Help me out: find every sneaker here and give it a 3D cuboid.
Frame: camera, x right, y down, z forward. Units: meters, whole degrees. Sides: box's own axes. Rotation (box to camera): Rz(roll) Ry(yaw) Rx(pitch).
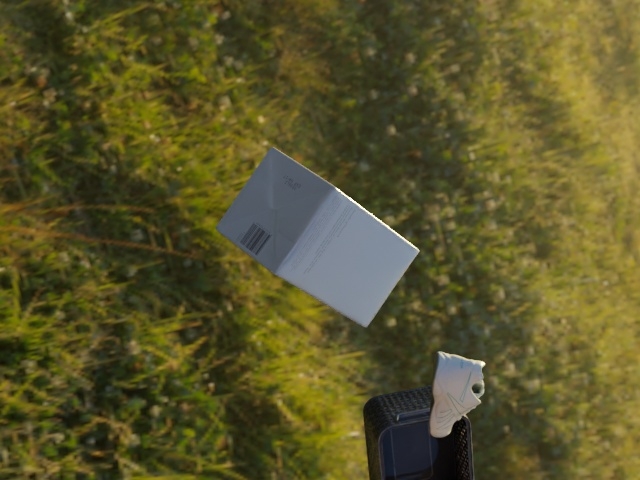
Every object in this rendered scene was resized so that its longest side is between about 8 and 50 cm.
[{"bbox_3d":[0.156,0.184,1.338,0.152,0.061,0.053,89,6,-52],"label":"sneaker"}]

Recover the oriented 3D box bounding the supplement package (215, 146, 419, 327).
[{"bbox_3d":[0.000,0.000,2.007,0.175,0.177,0.293,-56,140,1],"label":"supplement package"}]

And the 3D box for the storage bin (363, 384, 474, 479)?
[{"bbox_3d":[0.129,0.291,1.513,0.084,0.122,0.180,-120,-158,-66],"label":"storage bin"}]
